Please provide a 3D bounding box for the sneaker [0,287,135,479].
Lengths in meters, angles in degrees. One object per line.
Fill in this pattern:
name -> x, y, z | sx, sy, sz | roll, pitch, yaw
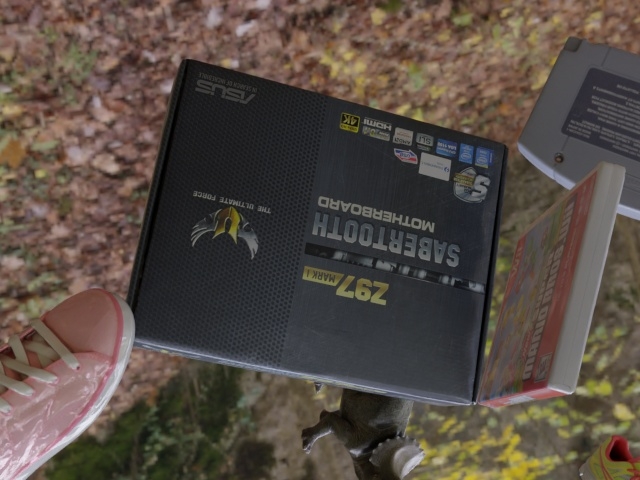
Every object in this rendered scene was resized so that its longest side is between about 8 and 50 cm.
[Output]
sneaker -> -0.142, 0.069, 0.406 | 0.134, 0.051, 0.070 | -49, 149, -7

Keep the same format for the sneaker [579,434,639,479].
sneaker -> 0.446, 0.355, 1.323 | 0.082, 0.094, 0.208 | 15, -159, -25

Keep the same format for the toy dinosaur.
toy dinosaur -> 0.061, 0.197, 1.203 | 0.160, 0.313, 0.121 | -1, 173, 19

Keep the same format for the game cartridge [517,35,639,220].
game cartridge -> 0.415, -0.128, 1.191 | 0.294, 0.196, 0.060 | 25, 172, 21

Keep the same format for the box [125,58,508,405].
box -> 0.000, 0.000, 0.614 | 0.233, 0.183, 0.059 | 14, 167, -13

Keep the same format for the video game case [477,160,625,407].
video game case -> 0.217, 0.058, 0.912 | 0.025, 0.204, 0.285 | 17, 167, 2
